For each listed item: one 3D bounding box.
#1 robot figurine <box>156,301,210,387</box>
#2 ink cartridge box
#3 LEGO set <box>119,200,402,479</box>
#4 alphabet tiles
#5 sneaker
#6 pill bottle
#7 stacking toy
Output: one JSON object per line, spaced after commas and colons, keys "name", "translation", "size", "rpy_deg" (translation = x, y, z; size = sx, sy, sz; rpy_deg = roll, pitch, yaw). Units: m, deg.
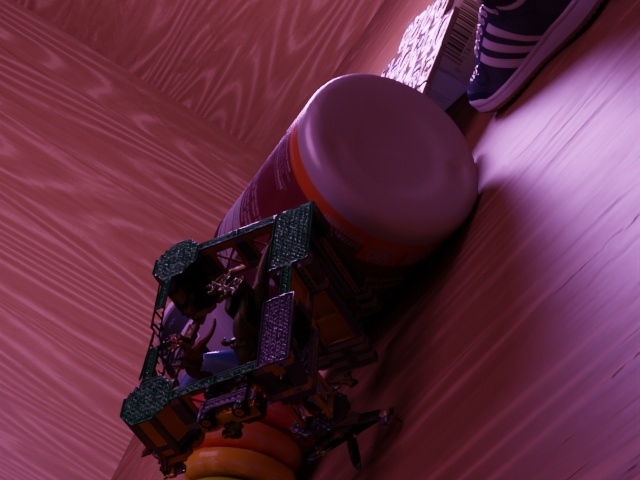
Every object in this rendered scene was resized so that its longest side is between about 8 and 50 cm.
{"name": "robot figurine", "translation": [-0.130, 0.160, 1.958], "size": [0.209, 0.173, 0.278], "rpy_deg": [-35, 22, -12]}
{"name": "ink cartridge box", "translation": [0.188, -0.315, 2.179], "size": [0.308, 0.091, 0.385], "rpy_deg": [-62, 10, -22]}
{"name": "LEGO set", "translation": [-0.055, 0.131, 1.434], "size": [0.255, 0.192, 0.331], "rpy_deg": [-25, 33, 13]}
{"name": "alphabet tiles", "translation": [0.114, -0.216, 1.976], "size": [0.285, 0.011, 0.342], "rpy_deg": [-68, 10, -11]}
{"name": "sneaker", "translation": [0.209, -0.265, 1.612], "size": [0.099, 0.153, 0.282], "rpy_deg": [-63, 8, -31]}
{"name": "pill bottle", "translation": [0.000, 0.000, 1.654], "size": [0.392, 0.224, 0.224], "rpy_deg": [-51, 11, 47]}
{"name": "stacking toy", "translation": [-0.095, 0.291, 1.532], "size": [0.166, 0.175, 0.302], "rpy_deg": [123, 161, -57]}
